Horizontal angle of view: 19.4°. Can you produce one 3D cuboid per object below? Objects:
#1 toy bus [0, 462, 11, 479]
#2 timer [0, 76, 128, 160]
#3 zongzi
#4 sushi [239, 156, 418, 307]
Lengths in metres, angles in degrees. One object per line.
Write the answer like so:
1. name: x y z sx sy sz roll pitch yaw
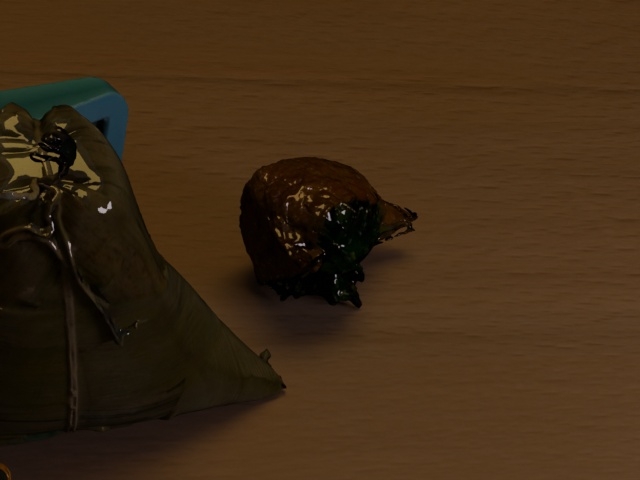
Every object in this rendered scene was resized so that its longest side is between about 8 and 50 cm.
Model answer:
1. toy bus: -0.325 0.197 1.485 0.162 0.070 0.074 7 10 -5
2. timer: -0.282 -0.023 1.740 0.250 0.232 0.091 -18 40 -39
3. zongzi: -0.149 0.012 1.532 0.418 0.447 0.181 1 54 -27
4. sushi: 0.000 -0.001 1.904 0.140 0.149 0.287 40 10 17
